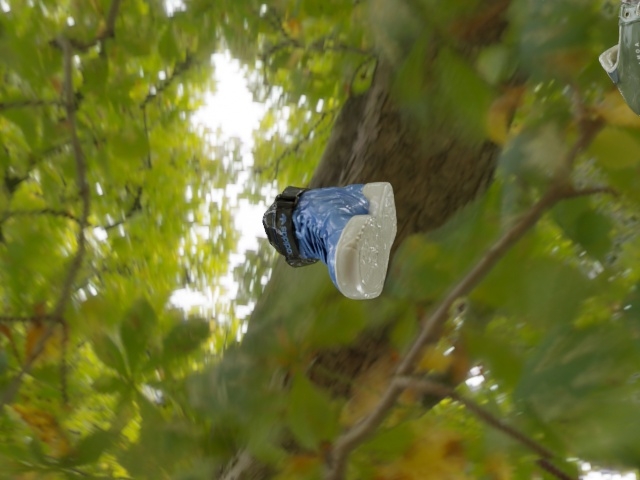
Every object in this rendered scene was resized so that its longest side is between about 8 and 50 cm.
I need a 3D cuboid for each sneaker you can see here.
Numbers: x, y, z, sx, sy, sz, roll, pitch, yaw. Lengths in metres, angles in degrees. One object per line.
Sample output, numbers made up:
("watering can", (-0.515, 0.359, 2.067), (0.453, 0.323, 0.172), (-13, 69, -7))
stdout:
("sneaker", (0.241, -0.153, 1.029), (0.064, 0.192, 0.086), (-31, -112, -23))
("sneaker", (0.000, 0.001, 1.001), (0.084, 0.152, 0.058), (-5, -69, 12))
